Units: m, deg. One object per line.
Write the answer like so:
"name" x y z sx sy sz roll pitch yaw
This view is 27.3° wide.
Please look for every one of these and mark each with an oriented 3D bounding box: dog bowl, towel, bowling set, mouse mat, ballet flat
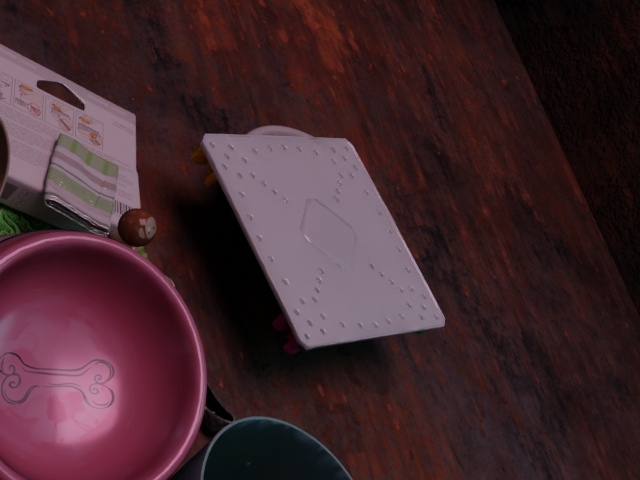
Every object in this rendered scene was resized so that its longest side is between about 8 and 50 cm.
"dog bowl" -0.317 0.169 1.608 0.408 0.150 0.408 13 67 -33
"towel" -0.347 -0.083 1.931 0.113 0.023 0.152 34 35 -28
"bowling set" -0.283 0.067 1.839 0.154 0.200 0.287 55 37 4
"mouse mat" -0.435 -0.025 1.913 0.152 0.007 0.189 46 32 -6
"ballet flat" -0.180 0.210 1.942 0.173 0.049 0.057 55 32 8

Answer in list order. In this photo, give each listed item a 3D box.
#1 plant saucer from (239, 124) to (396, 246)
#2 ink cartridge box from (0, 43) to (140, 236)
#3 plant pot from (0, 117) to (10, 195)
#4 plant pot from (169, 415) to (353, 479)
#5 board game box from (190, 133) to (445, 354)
"plant saucer" -0.021 -0.015 2.310 0.400 0.100 0.400 30 38 -27
"ink cartridge box" -0.410 -0.143 1.996 0.296 0.066 0.261 27 38 -35
"plant pot" -0.562 -0.111 1.643 0.191 0.284 0.284 38 25 29
"plant pot" -0.106 0.406 1.665 0.293 0.235 0.293 31 37 -28
"board game box" 0.000 0.000 2.184 0.390 0.050 0.390 -3 61 -52
